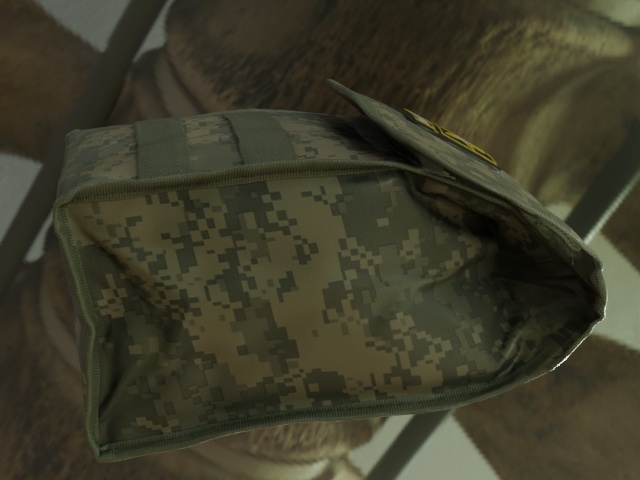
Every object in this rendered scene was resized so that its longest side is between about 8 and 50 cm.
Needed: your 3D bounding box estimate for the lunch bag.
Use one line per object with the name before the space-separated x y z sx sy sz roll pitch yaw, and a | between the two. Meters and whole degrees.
lunch bag | 0.000 0.000 0.785 0.287 0.235 0.169 -7 -75 -6
